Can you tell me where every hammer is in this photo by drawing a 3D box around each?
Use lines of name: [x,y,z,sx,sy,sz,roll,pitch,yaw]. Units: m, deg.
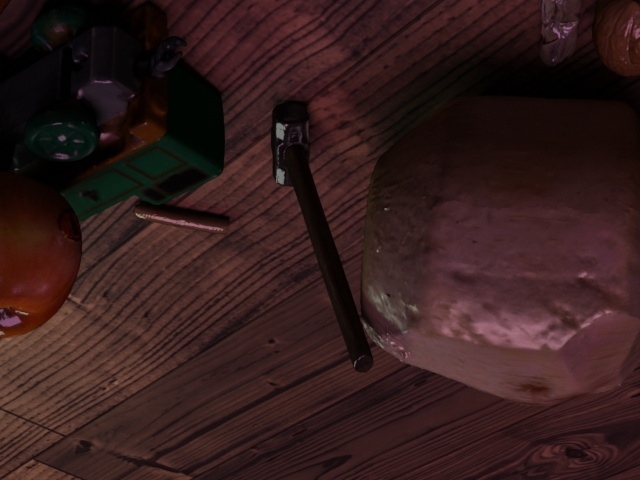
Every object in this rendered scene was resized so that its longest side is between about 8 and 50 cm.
hammer: [0.000,0.000,1.492,0.043,0.365,0.111,-9,140,-11]

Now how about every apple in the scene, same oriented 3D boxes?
apple: [-0.361,0.018,1.422,0.209,0.164,0.209,-5,154,-3]

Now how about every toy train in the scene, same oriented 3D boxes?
toy train: [-0.290,-0.123,1.527,0.429,0.178,0.249,-23,145,31]

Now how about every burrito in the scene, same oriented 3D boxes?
burrito: [0.260,-0.254,1.392,0.045,0.041,0.185,-9,144,3]

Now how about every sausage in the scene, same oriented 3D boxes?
sausage: [-0.189,-0.029,1.747,0.132,0.024,0.024,10,142,-8]

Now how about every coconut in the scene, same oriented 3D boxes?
coconut: [0.250,0.017,1.468,0.415,0.415,0.345,4,125,1]

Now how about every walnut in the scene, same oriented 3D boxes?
walnut: [0.341,-0.227,1.373,0.105,0.105,0.124,-5,146,13]

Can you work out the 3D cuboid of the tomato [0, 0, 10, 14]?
tomato: [-0.426,-0.299,1.262,0.270,0.223,0.270,1,141,1]
